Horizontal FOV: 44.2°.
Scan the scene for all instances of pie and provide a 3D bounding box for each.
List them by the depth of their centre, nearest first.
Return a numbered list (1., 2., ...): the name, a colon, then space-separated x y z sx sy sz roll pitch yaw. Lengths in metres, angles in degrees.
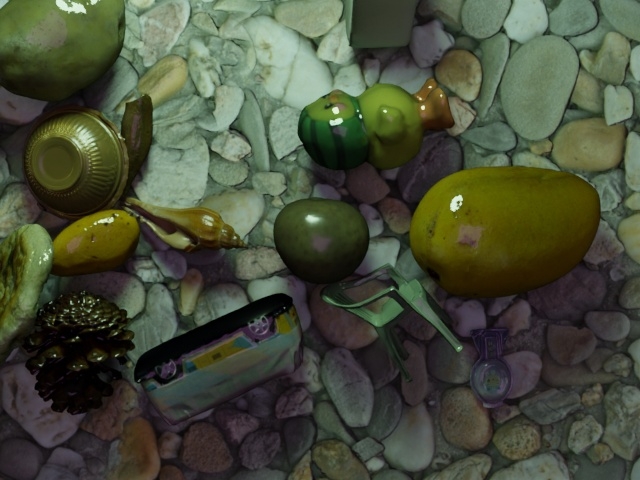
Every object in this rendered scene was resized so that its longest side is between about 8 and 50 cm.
1. pie: -0.661 0.105 1.699 0.075 0.338 0.337 19 91 -33

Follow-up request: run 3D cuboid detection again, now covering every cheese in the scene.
1. cheese: 0.405 0.303 1.873 0.105 0.042 0.190 -5 90 -4

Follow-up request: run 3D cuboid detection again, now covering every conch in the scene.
1. conch: -0.316 -0.039 1.821 0.331 0.093 0.109 20 109 17

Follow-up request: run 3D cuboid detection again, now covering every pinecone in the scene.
1. pinecone: -0.533 0.255 1.744 0.247 0.246 0.292 7 110 -2

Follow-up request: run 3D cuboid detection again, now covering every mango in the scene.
1. mango: -0.513 0.016 1.774 0.227 0.147 0.109 -29 49 -20
2. mango: 0.421 -0.027 1.776 0.446 0.232 0.299 -13 88 -11

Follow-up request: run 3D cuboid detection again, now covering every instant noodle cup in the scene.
1. instant noodle cup: -0.571 -0.171 1.768 0.274 0.091 0.273 1 96 11

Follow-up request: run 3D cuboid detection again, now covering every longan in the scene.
1. longan: 0.000 0.000 1.775 0.220 0.196 0.196 14 91 -7

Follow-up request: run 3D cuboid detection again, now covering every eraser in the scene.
1. eraser: 0.133 -0.580 1.753 0.150 0.331 0.331 -1 92 -4

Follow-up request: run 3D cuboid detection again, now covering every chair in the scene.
1. chair: 0.158 0.167 1.785 0.191 0.203 0.274 -38 98 11

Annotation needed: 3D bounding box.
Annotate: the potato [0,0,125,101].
1. potato: -0.572 -0.445 1.724 0.243 0.221 0.326 45 81 -15

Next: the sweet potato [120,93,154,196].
1. sweet potato: -0.429 -0.221 1.815 0.077 0.077 0.243 12 103 -2

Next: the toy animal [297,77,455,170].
1. toy animal: 0.119 -0.249 1.773 0.339 0.216 0.191 -11 119 1

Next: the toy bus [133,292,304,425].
1. toy bus: -0.212 0.271 1.796 0.387 0.171 0.162 -25 103 -1
